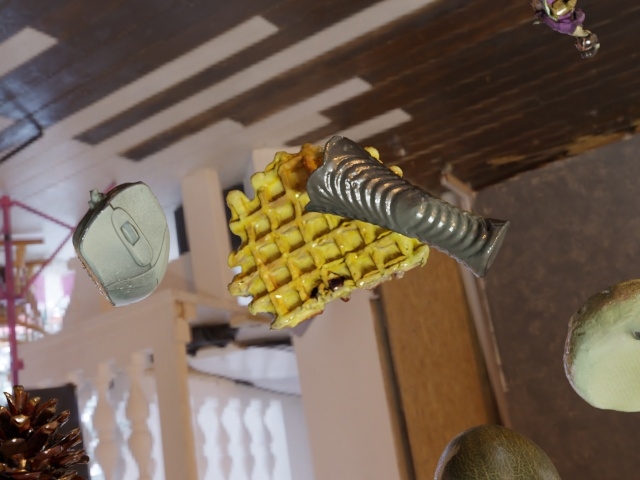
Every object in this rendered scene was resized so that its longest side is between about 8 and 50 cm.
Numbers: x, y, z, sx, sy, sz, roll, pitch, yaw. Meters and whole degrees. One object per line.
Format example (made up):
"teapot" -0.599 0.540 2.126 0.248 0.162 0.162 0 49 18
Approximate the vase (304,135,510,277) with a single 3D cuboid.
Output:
"vase" 0.108 -0.036 1.063 0.237 0.115 0.115 27 171 17

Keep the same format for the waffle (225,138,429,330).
"waffle" 0.001 -0.001 1.186 0.309 0.283 0.065 21 -177 26

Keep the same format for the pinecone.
"pinecone" -0.565 0.404 1.616 0.264 0.264 0.264 -8 163 -3

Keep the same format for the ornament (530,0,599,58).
"ornament" 0.393 -0.383 1.411 0.081 0.203 0.088 -26 171 -45

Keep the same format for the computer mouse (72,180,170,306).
"computer mouse" -0.223 0.012 1.019 0.068 0.113 0.229 31 156 15

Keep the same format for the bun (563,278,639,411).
"bun" 0.539 0.158 1.480 0.283 0.179 0.283 -7 134 -7

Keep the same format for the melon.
"melon" 0.322 0.471 1.559 0.237 0.301 0.237 -4 126 -5
